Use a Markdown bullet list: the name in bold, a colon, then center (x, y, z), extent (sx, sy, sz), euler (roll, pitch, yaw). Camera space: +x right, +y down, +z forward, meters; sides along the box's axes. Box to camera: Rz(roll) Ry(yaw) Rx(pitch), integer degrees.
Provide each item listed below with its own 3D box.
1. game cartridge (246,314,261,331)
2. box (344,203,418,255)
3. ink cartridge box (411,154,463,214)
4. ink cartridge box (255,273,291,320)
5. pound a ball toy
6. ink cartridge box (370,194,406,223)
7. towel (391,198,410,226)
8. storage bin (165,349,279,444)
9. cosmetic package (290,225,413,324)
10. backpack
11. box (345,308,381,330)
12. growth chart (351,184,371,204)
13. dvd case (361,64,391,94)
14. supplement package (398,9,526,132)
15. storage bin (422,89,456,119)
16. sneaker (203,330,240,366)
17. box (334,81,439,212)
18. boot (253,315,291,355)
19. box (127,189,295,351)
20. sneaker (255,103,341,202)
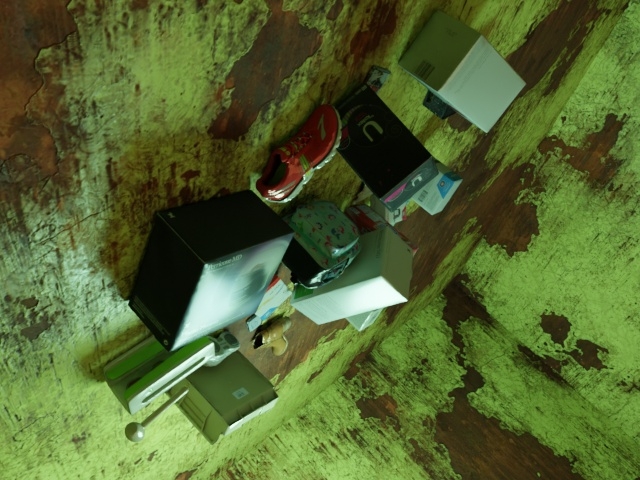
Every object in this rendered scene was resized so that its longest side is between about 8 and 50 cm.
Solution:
- **game cartridge**: center (-0.232, 0.284, 2.074), extent (0.056, 0.017, 0.083), euler (-35, 156, -19)
- **box**: center (0.185, 0.001, 2.024), extent (0.128, 0.257, 0.123), euler (-16, 142, -54)
- **ink cartridge box**: center (0.363, -0.211, 2.063), extent (0.086, 0.203, 0.148), euler (-21, 147, -52)
- **ink cartridge box**: center (-0.184, 0.154, 1.846), extent (0.134, 0.078, 0.231), euler (-44, 158, -6)
- **pound a ball toy**: center (-0.427, 0.379, 1.607), extent (0.319, 0.208, 0.136), euler (-35, 156, -30)
- **ink cartridge box**: center (0.244, -0.117, 2.131), extent (0.150, 0.063, 0.109), euler (-19, 109, -51)
- **towel**: center (0.201, -0.014, 2.331), extent (0.271, 0.040, 0.370), euler (-21, 147, -50)
- **storage bin**: center (-0.318, 0.509, 1.977), extent (0.262, 0.260, 0.123), euler (-16, 139, -53)
- **cosmetic package**: center (0.099, 0.118, 1.887), extent (0.365, 0.197, 0.155), euler (-23, 131, 36)
- **backpack**: center (0.000, 0.000, 1.726), extent (0.191, 0.225, 0.253), euler (-52, 163, 27)
- **box**: center (0.091, 0.190, 2.154), extent (0.094, 0.275, 0.113), euler (-19, 146, -51)
- **growth chart**: center (0.196, -0.229, 1.965), extent (0.172, 0.021, 0.237), euler (-29, 153, -39)
- **dvd case**: center (0.130, -0.397, 1.554), extent (0.087, 0.013, 0.119), euler (-10, 137, -57)
- **supplement package**: center (0.388, -0.450, 1.614), extent (0.293, 0.177, 0.175), euler (19, 113, -47)
- **storage bin**: center (0.420, -0.472, 1.872), extent (0.180, 0.084, 0.122), euler (-31, 154, -34)
- **sneaker**: center (-0.352, 0.364, 1.893), extent (0.115, 0.090, 0.232), euler (-49, 158, 15)
- **box**: center (0.144, -0.231, 1.495), extent (0.165, 0.270, 0.143), euler (-40, 160, 6)
- **boot**: center (-0.193, 0.382, 2.248), extent (0.152, 0.073, 0.197), euler (-26, 138, -45)
- **box**: center (-0.258, 0.066, 1.414), extent (0.296, 0.182, 0.294), euler (-21, 146, -49)
- **sneaker**: center (-0.054, -0.208, 1.428), extent (0.279, 0.107, 0.118), euler (-55, 148, 13)
